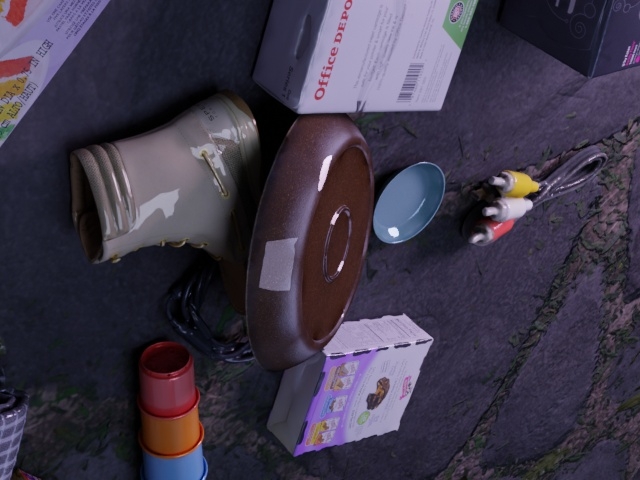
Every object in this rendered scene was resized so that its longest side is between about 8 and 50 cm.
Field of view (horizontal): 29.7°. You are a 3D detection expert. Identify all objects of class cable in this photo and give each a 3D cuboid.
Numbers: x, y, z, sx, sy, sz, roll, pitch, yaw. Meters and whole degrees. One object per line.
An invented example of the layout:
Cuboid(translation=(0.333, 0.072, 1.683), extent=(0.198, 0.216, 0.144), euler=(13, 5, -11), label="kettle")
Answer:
Cuboid(translation=(-0.099, 0.075, 1.444), extent=(0.150, 0.047, 0.184), euler=(-50, 137, -6), label="cable")
Cuboid(translation=(0.304, -0.055, 1.692), extent=(0.287, 0.072, 0.139), euler=(-11, 133, -38), label="cable")

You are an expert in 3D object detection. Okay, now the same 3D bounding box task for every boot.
Cuboid(translation=(-0.151, -0.007, 1.267), extent=(0.203, 0.095, 0.261), euler=(-25, 125, -28), label="boot")

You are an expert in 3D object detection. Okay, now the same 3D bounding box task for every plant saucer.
Cuboid(translation=(0.108, -0.052, 1.548), extent=(0.119, 0.021, 0.119), euler=(-25, 134, -28), label="plant saucer")
Cuboid(translation=(0.000, 0.000, 1.343), extent=(0.310, 0.050, 0.310), euler=(12, 90, -73), label="plant saucer")

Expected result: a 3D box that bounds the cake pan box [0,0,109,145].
Cuboid(translation=(-0.339, -0.173, 0.993), extent=(0.267, 0.070, 0.246), euler=(-51, 139, 3), label="cake pan box")

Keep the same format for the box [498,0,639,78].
Cuboid(translation=(0.379, -0.316, 1.476), extent=(0.270, 0.165, 0.143), euler=(-18, 132, -33), label="box")

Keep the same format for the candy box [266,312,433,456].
Cuboid(translation=(0.041, 0.194, 1.644), extent=(0.196, 0.070, 0.164), euler=(-5, 124, -40), label="candy box")

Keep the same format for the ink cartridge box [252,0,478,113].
Cuboid(translation=(0.051, -0.226, 1.296), extent=(0.219, 0.092, 0.160), euler=(-5, 124, -41), label="ink cartridge box")

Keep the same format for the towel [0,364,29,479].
Cuboid(translation=(-0.445, 0.250, 1.190), extent=(0.284, 0.121, 0.235), euler=(-3, 122, -42), label="towel")

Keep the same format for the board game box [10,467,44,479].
Cuboid(translation=(-0.367, 0.373, 1.422), extent=(0.193, 0.045, 0.147), euler=(-48, 141, -1), label="board game box")

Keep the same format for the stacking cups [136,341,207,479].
Cuboid(translation=(-0.186, 0.265, 1.474), extent=(0.096, 0.096, 0.316), euler=(-25, 133, -27), label="stacking cups")
